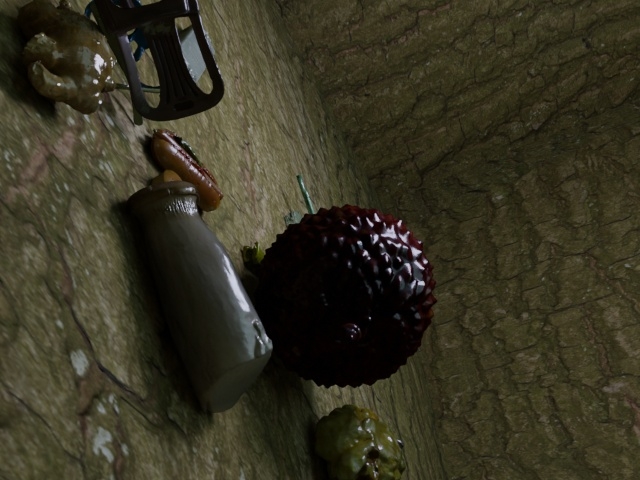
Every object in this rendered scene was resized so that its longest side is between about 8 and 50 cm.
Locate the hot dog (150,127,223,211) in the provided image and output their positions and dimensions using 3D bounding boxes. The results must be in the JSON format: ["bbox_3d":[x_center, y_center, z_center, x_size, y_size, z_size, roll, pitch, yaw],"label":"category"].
[{"bbox_3d":[-0.280,-0.151,1.347,0.235,0.062,0.092,52,24,-46],"label":"hot dog"}]

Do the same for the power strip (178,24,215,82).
[{"bbox_3d":[-0.336,-0.475,1.649,0.338,0.058,0.098,-89,154,-60],"label":"power strip"}]

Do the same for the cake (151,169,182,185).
[{"bbox_3d":[-0.291,-0.095,1.254,0.084,0.044,0.084,-22,90,-78],"label":"cake"}]

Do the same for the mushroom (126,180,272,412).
[{"bbox_3d":[-0.204,0.086,1.091,0.137,0.154,0.407,-17,81,-36],"label":"mushroom"}]

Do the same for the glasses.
[{"bbox_3d":[-0.384,-0.334,1.251,0.239,0.102,0.207,55,47,-47],"label":"glasses"}]

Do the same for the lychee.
[{"bbox_3d":[0.057,0.131,1.454,0.500,0.424,0.424,-85,150,-69],"label":"lychee"}]

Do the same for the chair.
[{"bbox_3d":[-0.284,-0.366,1.118,0.183,0.176,0.326,-121,-166,-72],"label":"chair"}]

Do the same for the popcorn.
[{"bbox_3d":[0.097,0.494,1.501,0.233,0.192,0.266,63,3,-5],"label":"popcorn"}]

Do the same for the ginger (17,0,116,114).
[{"bbox_3d":[-0.404,-0.301,1.027,0.157,0.102,0.216,13,55,-44],"label":"ginger"}]

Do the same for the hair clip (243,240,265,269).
[{"bbox_3d":[-0.134,0.062,1.600,0.173,0.046,0.072,42,38,-58],"label":"hair clip"}]

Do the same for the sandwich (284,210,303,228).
[{"bbox_3d":[-0.077,-0.056,2.024,0.105,0.036,0.093,-89,154,-57],"label":"sandwich"}]

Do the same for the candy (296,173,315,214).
[{"bbox_3d":[0.000,0.000,2.050,0.119,0.119,0.440,-14,84,-76],"label":"candy"}]
